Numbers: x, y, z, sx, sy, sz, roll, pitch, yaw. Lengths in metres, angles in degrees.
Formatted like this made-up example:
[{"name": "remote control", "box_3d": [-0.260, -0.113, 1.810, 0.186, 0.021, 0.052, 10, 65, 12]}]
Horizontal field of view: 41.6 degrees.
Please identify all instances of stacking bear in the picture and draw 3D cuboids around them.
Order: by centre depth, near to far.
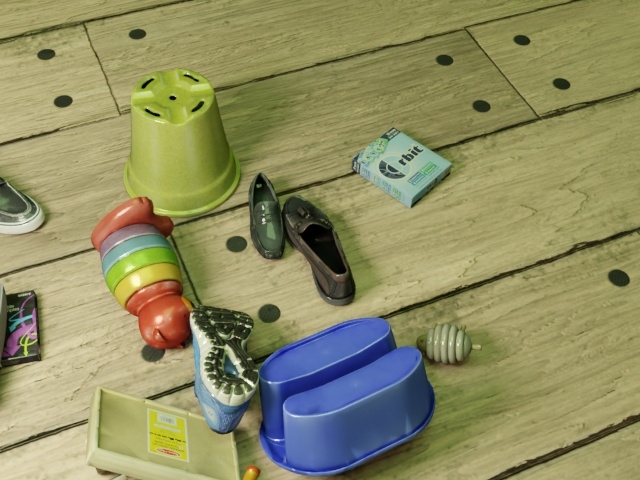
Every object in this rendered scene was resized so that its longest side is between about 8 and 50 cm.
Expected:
[{"name": "stacking bear", "box_3d": [-0.345, 0.086, 1.709, 0.164, 0.175, 0.289, -29, 65, 2]}]

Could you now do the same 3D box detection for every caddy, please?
[{"name": "caddy", "box_3d": [0.046, 0.295, 1.548, 0.341, 0.179, 0.241, -21, 33, -19]}]

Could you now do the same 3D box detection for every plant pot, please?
[{"name": "plant pot", "box_3d": [-0.322, -0.236, 1.903, 0.276, 0.254, 0.276, 2, 51, -2]}]

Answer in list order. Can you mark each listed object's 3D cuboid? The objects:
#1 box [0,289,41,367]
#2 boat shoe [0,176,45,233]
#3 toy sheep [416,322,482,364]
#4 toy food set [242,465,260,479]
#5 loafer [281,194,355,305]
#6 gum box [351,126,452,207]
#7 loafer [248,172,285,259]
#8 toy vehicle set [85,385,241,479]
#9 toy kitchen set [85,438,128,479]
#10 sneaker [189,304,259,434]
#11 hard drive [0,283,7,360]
[{"name": "box", "box_3d": [-0.629, 0.179, 1.695, 0.116, 0.029, 0.162, -10, 52, -11]}, {"name": "boat shoe", "box_3d": [-0.753, -0.112, 1.876, 0.301, 0.102, 0.108, 25, 54, 17]}, {"name": "toy sheep", "box_3d": [0.257, 0.206, 1.685, 0.132, 0.091, 0.091, -2, 49, 19]}, {"name": "toy food set", "box_3d": [-0.050, 0.483, 1.420, 0.232, 0.111, 0.104, 25, 53, 1]}, {"name": "loafer", "box_3d": [0.000, 0.000, 1.830, 0.109, 0.095, 0.302, -16, 54, -16]}, {"name": "gum box", "box_3d": [0.195, -0.178, 2.020, 0.184, 0.041, 0.157, 36, 58, 24]}, {"name": "loafer", "box_3d": [-0.124, -0.056, 1.879, 0.076, 0.078, 0.223, -7, 52, -8]}, {"name": "toy vehicle set", "box_3d": [-0.270, 0.351, 1.459, 0.267, 0.035, 0.166, 22, 23, -21]}, {"name": "toy kitchen set", "box_3d": [-0.297, 0.420, 1.486, 0.166, 0.122, 0.207, -21, 75, -19]}, {"name": "sneaker", "box_3d": [-0.196, 0.238, 1.594, 0.130, 0.147, 0.330, 11, 25, -13]}, {"name": "hard drive", "box_3d": [-0.692, 0.212, 1.620, 0.172, 0.054, 0.254, -11, 54, 10]}]
